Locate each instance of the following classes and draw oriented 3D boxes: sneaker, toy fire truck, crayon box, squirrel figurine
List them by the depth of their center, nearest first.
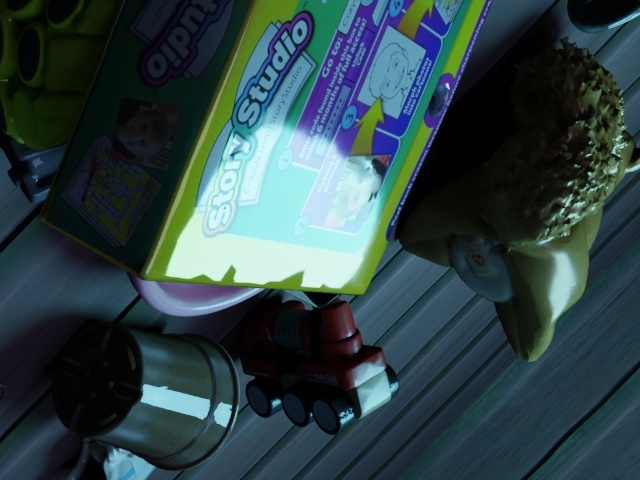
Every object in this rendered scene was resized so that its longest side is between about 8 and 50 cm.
[{"bbox_3d":[-0.132,-0.190,0.681,0.296,0.109,0.123,-61,158,11],"label":"sneaker"},{"bbox_3d":[-0.003,-0.145,0.723,0.313,0.106,0.363,11,104,-61],"label":"crayon box"},{"bbox_3d":[-0.242,0.249,1.263,0.092,0.087,0.229,-1,130,-54],"label":"sneaker"},{"bbox_3d":[-0.036,0.120,1.311,0.158,0.217,0.246,-24,107,-38],"label":"toy fire truck"},{"bbox_3d":[0.456,-0.368,1.362,0.281,0.106,0.162,-45,159,0],"label":"sneaker"},{"bbox_3d":[0.355,-0.094,1.448,0.370,0.281,0.397,-39,159,-27],"label":"squirrel figurine"}]

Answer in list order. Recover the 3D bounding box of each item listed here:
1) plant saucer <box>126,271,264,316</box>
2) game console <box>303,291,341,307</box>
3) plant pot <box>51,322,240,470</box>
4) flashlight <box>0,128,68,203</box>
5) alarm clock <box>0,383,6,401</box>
[{"bbox_3d":[-0.073,-0.066,1.030,0.332,0.084,0.332,-35,154,-19],"label":"plant saucer"},{"bbox_3d":[0.000,0.000,1.201,0.107,0.122,0.071,-37,154,-15],"label":"game console"},{"bbox_3d":[-0.206,0.171,1.124,0.167,0.167,0.165,-48,148,7],"label":"plant pot"},{"bbox_3d":[-0.126,-0.146,0.812,0.304,0.103,0.103,-27,126,-24],"label":"flashlight"},{"bbox_3d":[-0.390,0.221,1.019,0.192,0.064,0.129,-50,155,4],"label":"alarm clock"}]
